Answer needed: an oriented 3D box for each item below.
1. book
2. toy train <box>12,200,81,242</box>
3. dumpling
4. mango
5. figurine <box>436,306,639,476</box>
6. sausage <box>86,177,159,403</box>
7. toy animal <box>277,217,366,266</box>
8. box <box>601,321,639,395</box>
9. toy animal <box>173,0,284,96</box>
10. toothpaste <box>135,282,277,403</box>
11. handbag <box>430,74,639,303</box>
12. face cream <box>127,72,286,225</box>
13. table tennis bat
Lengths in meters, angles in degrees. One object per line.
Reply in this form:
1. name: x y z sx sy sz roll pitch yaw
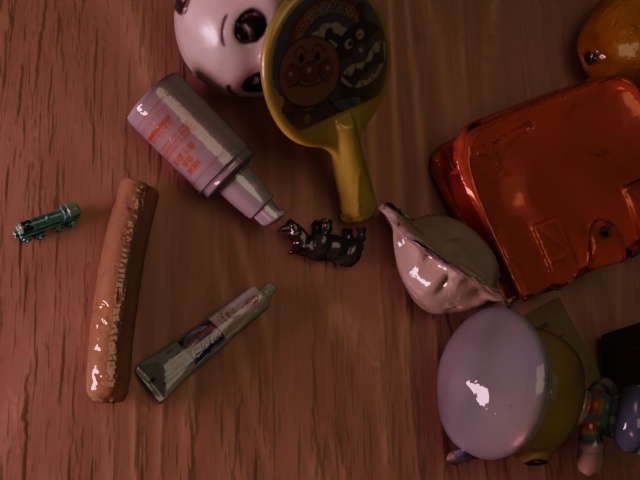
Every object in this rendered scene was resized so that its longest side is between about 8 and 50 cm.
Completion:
1. book: 0.362 0.206 1.503 0.168 0.013 0.192 -23 83 -27
2. toy train: -0.360 -0.024 1.261 0.092 0.045 0.029 -23 80 -30
3. dumpling: 0.176 0.030 1.400 0.247 0.172 0.142 38 89 9
4. mango: 0.577 -0.377 1.729 0.295 0.120 0.177 -37 82 -30
5. figurine: 0.358 0.210 1.345 0.381 0.205 0.225 4 63 0
6. sausage: -0.265 0.065 1.263 0.065 0.066 0.301 12 67 -19
7. toy animal: 0.000 0.000 1.402 0.135 0.047 0.065 14 76 -24
8. box: 0.603 0.212 1.506 0.273 0.184 0.143 10 70 -23
9. toy animal: -0.076 -0.326 1.385 0.212 0.212 0.267 44 62 -4
10. toothpaste: -0.148 0.129 1.305 0.233 0.038 0.060 -38 86 -25
11. handbag: 0.398 -0.086 1.558 0.410 0.116 0.304 -21 83 -27
12. face cream: -0.150 -0.115 1.347 0.252 0.101 0.101 46 62 -3
13. table tennis bat: 0.024 -0.187 1.359 0.224 0.054 0.369 -29 122 -29
